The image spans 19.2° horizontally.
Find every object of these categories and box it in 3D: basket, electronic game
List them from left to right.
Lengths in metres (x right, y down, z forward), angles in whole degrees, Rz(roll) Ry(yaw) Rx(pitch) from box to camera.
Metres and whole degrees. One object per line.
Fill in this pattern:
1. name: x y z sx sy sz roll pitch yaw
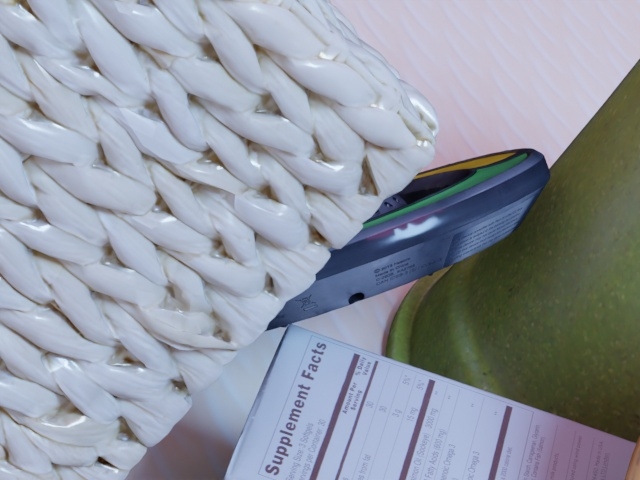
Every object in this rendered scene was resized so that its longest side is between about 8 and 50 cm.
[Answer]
1. basket: -0.189 -0.097 0.713 0.331 0.266 0.328 39 9 -41
2. electronic game: 0.000 0.000 0.909 0.229 0.229 0.048 -24 98 -43

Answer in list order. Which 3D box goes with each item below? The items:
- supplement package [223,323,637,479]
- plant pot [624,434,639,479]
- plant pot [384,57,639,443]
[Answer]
1. supplement package: 0.045 0.132 0.840 0.179 0.105 0.105 18 41 3
2. plant pot: 0.278 0.159 0.768 0.291 0.203 0.291 -8 61 15
3. plant pot: 0.204 0.018 0.952 0.276 0.254 0.276 15 41 -13
